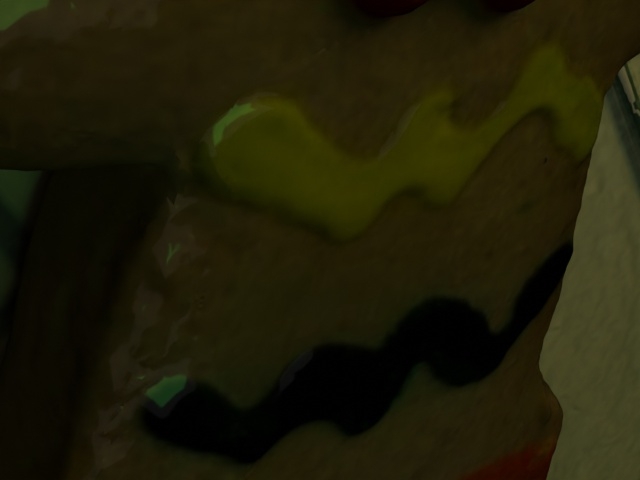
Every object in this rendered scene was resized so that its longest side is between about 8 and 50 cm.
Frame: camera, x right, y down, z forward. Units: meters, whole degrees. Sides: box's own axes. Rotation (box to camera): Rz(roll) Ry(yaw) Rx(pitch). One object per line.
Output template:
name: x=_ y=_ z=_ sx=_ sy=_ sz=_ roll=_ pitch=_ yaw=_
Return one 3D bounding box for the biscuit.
biscuit: x=0.000 y=0.000 z=0.643 sx=0.368 sy=0.076 sz=0.394 roll=-12 pitch=130 yaw=-40
